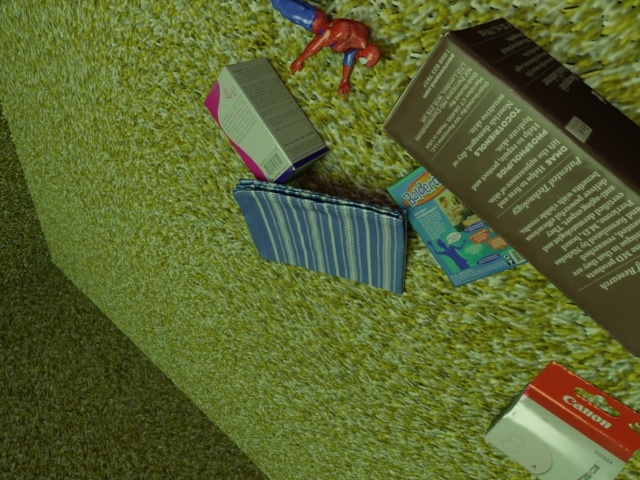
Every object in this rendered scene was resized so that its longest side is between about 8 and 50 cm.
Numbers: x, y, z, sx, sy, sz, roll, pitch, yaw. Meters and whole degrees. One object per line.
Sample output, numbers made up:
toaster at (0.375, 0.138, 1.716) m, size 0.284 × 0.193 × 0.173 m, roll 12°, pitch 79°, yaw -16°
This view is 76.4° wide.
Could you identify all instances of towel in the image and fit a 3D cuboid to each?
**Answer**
towel at (0.000, 0.000, 0.798) m, size 0.335 × 0.040 × 0.243 m, roll 13°, pitch 144°, yaw 20°

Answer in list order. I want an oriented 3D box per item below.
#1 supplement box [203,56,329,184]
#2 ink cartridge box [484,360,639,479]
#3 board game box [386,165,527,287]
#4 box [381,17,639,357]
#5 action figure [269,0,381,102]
supplement box at (-0.105, -0.219, 0.783) m, size 0.220 × 0.114 × 0.111 m, roll 55°, pitch 139°, yaw -4°
ink cartridge box at (0.433, 0.349, 0.726) m, size 0.189 × 0.066 × 0.232 m, roll 33°, pitch 138°, yaw 21°
board game box at (0.228, -0.041, 0.653) m, size 0.210 × 0.047 × 0.160 m, roll 55°, pitch 138°, yaw -2°
box at (0.281, -0.080, 0.475) m, size 0.381 × 0.191 × 0.143 m, roll 45°, pitch 137°, yaw 8°
action figure at (-0.029, -0.325, 0.664) m, size 0.280 × 0.091 × 0.139 m, roll 36°, pitch 129°, yaw 19°
